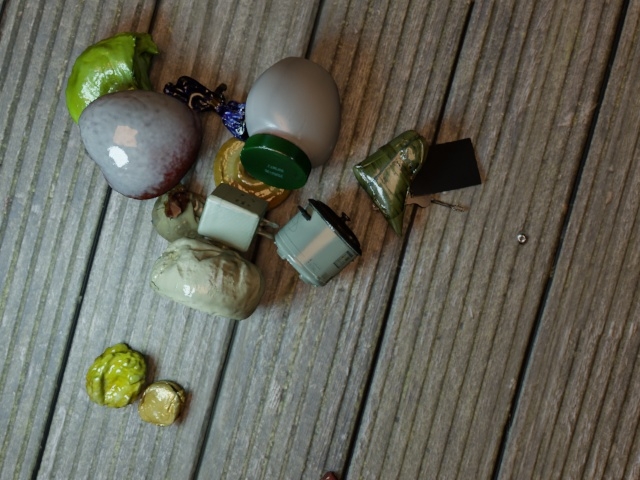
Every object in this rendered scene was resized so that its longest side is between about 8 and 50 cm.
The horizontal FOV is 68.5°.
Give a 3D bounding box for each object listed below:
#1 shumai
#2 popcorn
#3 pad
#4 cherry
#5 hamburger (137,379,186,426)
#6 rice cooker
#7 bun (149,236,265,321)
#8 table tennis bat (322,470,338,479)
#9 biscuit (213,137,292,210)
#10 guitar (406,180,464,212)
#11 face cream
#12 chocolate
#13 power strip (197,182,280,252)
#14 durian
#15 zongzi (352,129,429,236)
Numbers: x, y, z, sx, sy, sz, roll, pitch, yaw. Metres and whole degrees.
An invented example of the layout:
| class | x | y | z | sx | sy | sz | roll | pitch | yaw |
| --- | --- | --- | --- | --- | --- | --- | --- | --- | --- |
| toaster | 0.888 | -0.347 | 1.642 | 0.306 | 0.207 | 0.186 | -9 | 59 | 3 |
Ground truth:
| class | x | y | z | sx | sy | sz | roll | pitch | yaw |
| --- | --- | --- | --- | --- | --- | --- | --- | --- | --- |
| shumai | -0.456 | -0.085 | 1.517 | 0.201 | 0.120 | 0.201 | 0 | 88 | -2 |
| popcorn | -0.655 | 0.438 | 1.512 | 0.197 | 0.155 | 0.198 | -1 | 93 | -20 |
| pad | 0.399 | -0.241 | 1.553 | 0.243 | 0.004 | 0.164 | -11 | 84 | -3 |
| cherry | -0.534 | -0.299 | 1.393 | 0.326 | 0.291 | 0.335 | 38 | 96 | -30 |
| hamburger | -0.519 | 0.531 | 1.542 | 0.147 | 0.083 | 0.138 | 13 | 94 | 2 |
| rice cooker | 0.000 | 0.000 | 1.459 | 0.227 | 0.241 | 0.280 | -43 | 128 | 5 |
| bun | -0.330 | 0.104 | 1.417 | 0.359 | 0.360 | 0.211 | 20 | 83 | 0 |
| table tennis bat | 0.114 | 0.901 | 1.568 | 0.200 | 0.038 | 0.310 | -38 | 94 | 0 |
| biscuit | -0.224 | -0.198 | 1.529 | 0.274 | 0.091 | 0.213 | 22 | 89 | -2 |
| guitar | 0.367 | -0.135 | 1.558 | 0.233 | 0.025 | 0.088 | 18 | 86 | 0 |
| face cream | -0.082 | -0.355 | 1.421 | 0.312 | 0.219 | 0.357 | 35 | 62 | -31 |
| chocolate | -0.350 | -0.442 | 1.517 | 0.343 | 0.126 | 0.148 | 27 | 105 | 12 |
| power strip | -0.240 | -0.060 | 1.444 | 0.224 | 0.140 | 0.139 | 23 | 114 | -3 |
| durian | -0.652 | -0.488 | 1.474 | 0.339 | 0.204 | 0.256 | -18 | 103 | -2 |
| zongzi | 0.272 | -0.185 | 1.486 | 0.251 | 0.125 | 0.274 | -35 | 82 | 14 |
